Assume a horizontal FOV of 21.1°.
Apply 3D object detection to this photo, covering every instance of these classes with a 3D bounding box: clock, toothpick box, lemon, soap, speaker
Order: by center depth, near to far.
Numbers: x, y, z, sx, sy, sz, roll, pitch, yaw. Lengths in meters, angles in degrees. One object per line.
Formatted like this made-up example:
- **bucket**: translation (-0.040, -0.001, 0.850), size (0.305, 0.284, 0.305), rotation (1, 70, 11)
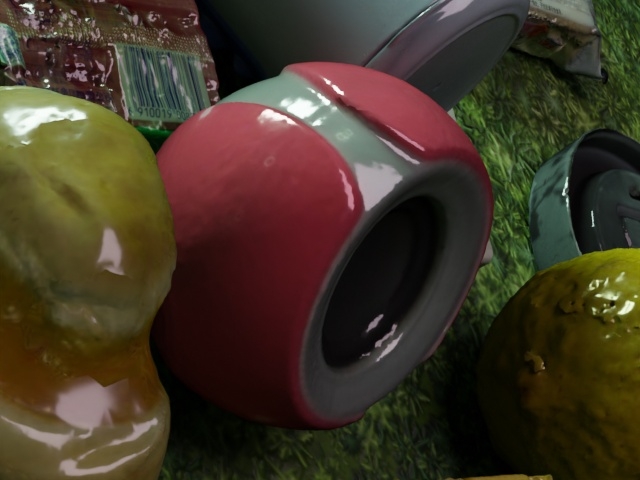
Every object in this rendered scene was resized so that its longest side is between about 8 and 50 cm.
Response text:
- **speaker**: translation (0.000, 0.000, 1.352), size (0.294, 0.294, 0.294), rotation (28, 46, -34)
- **soap**: translation (-0.196, -0.137, 1.387), size (0.273, 0.098, 0.217), rotation (2, 64, -48)
- **toothpick box**: translation (-0.017, -0.258, 1.551), size (0.354, 0.263, 0.263), rotation (51, 35, 13)
- **lemon**: translation (0.297, 0.137, 1.626), size (0.322, 0.268, 0.268), rotation (13, 56, -37)
- **clock**: translation (0.358, 0.030, 1.937), size (0.325, 0.067, 0.325), rotation (29, 46, -35)

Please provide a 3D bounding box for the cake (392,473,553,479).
- **cake**: translation (0.088, 0.307, 1.307), size (0.286, 0.222, 0.227), rotation (4, 65, -48)

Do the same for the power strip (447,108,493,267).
- **power strip**: translation (0.084, -0.102, 1.684), size (0.058, 0.098, 0.338), rotation (11, 57, -46)

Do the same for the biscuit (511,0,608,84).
- **biscuit**: translation (0.223, -0.289, 1.993), size (0.309, 0.079, 0.186), rotation (10, 60, -46)

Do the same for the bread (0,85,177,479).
- **bread**: translation (-0.214, 0.061, 1.045), size (0.210, 0.341, 0.300), rotation (3, 64, -23)
